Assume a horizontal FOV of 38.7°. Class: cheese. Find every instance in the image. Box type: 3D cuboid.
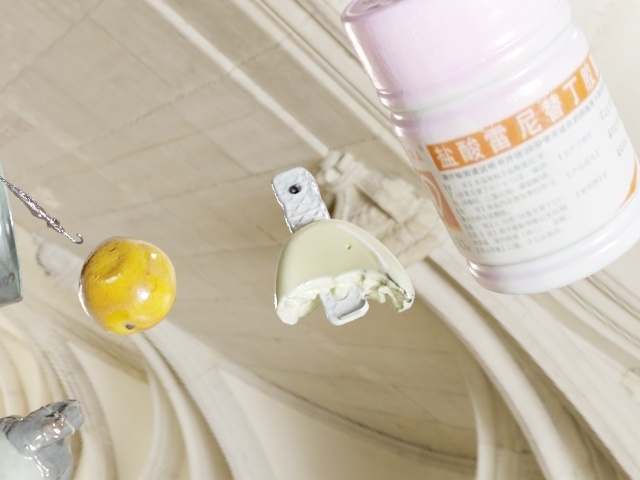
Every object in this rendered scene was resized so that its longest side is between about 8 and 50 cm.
[{"bbox_3d":[0.000,0.001,0.912,0.127,0.050,0.235,-22,-136,1],"label":"cheese"}]

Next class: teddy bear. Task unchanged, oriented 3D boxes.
[{"bbox_3d":[-0.360,0.282,0.972,0.144,0.171,0.251,16,-141,28],"label":"teddy bear"}]

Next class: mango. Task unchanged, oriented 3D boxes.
[{"bbox_3d":[-0.232,0.050,1.064,0.165,0.089,0.115,14,-113,45],"label":"mango"}]

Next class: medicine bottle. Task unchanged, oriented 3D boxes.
[{"bbox_3d":[0.175,-0.126,0.892,0.202,0.316,0.202,-28,-160,11],"label":"medicine bottle"}]

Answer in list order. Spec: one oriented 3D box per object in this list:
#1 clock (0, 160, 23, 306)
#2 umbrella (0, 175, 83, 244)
[{"bbox_3d":[-0.533,-0.027,1.483,0.055,0.281,0.280,-9,-163,-16],"label":"clock"},{"bbox_3d":[-0.320,-0.033,1.033,0.022,0.122,0.013,-38,-162,39],"label":"umbrella"}]
